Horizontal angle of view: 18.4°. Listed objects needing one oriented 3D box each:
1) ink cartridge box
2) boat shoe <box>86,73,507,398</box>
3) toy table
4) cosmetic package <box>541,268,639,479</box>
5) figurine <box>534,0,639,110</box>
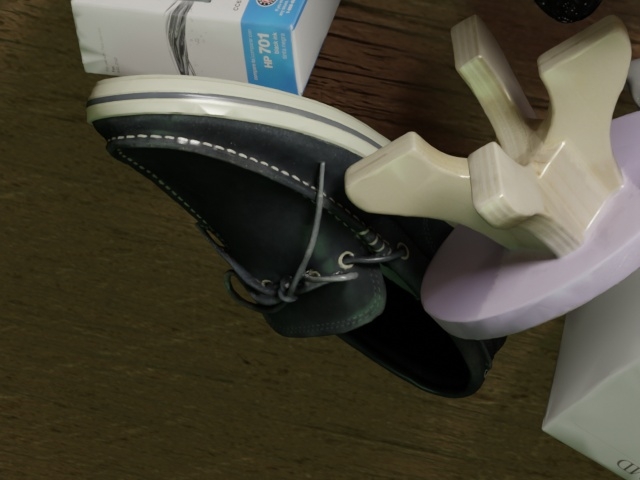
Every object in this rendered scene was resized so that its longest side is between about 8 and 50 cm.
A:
[{"bbox_3d":[-0.091,-0.199,1.636,0.191,0.139,0.082,8,138,13],"label":"ink cartridge box"},{"bbox_3d":[0.000,0.000,1.689,0.187,0.156,0.500,-3,155,44],"label":"boat shoe"},{"bbox_3d":[0.161,-0.053,1.560,0.274,0.252,0.161,-37,120,11],"label":"toy table"},{"bbox_3d":[0.393,0.079,1.728,0.217,0.156,0.385,29,137,-13],"label":"cosmetic package"},{"bbox_3d":[0.284,-0.179,1.563,0.215,0.092,0.209,43,141,-25],"label":"figurine"}]
